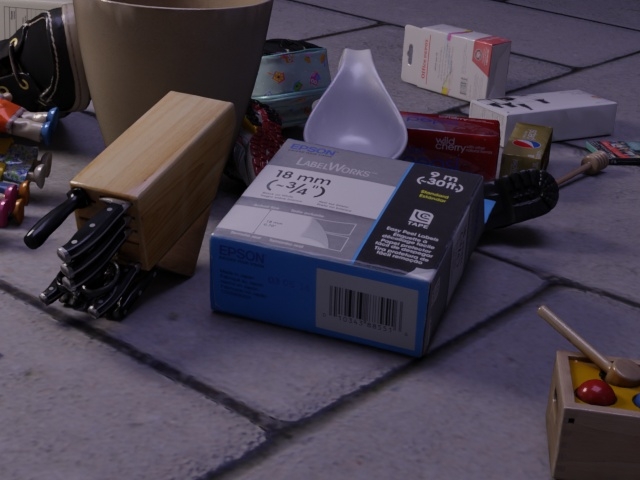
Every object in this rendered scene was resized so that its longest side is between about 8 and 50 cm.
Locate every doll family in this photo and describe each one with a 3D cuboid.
[{"bbox_3d":[-0.437,-0.079,1.490,0.163,0.118,0.263,12,40,1],"label":"doll family"}]

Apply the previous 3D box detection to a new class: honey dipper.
[{"bbox_3d":[0.377,-0.102,1.775,0.030,0.031,0.160,21,29,35],"label":"honey dipper"}]

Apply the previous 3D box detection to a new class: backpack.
[{"bbox_3d":[-0.074,-0.245,1.873,0.165,0.144,0.188,-12,4,-39],"label":"backpack"}]

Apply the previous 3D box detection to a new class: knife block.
[{"bbox_3d":[-0.204,-0.051,1.273,0.088,0.276,0.242,14,-6,21],"label":"knife block"}]

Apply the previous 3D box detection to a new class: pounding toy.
[{"bbox_3d":[0.254,0.138,1.065,0.130,0.100,0.141,7,22,5],"label":"pounding toy"}]

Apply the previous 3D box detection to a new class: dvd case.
[{"bbox_3d":[0.495,-0.140,1.914,0.119,0.013,0.087,-2,23,-12],"label":"dvd case"}]

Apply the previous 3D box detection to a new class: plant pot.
[{"bbox_3d":[-0.197,-0.195,1.567,0.256,0.274,0.256,5,22,-2],"label":"plant pot"}]

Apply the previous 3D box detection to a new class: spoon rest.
[{"bbox_3d":[0.047,-0.181,1.624,0.137,0.084,0.276,1,39,0],"label":"spoon rest"}]

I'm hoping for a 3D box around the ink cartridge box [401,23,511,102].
[{"bbox_3d":[0.244,-0.327,2.188,0.198,0.115,0.067,23,29,37],"label":"ink cartridge box"}]

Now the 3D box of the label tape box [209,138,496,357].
[{"bbox_3d":[0.050,-0.027,1.346,0.240,0.106,0.334,12,35,16],"label":"label tape box"}]

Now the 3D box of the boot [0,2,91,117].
[{"bbox_3d":[-0.483,-0.234,1.687,0.284,0.138,0.377,-8,1,-21],"label":"boot"}]

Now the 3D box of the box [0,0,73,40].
[{"bbox_3d":[-0.433,-0.348,2.066,0.232,0.149,0.127,5,22,1],"label":"box"}]

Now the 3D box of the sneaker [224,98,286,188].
[{"bbox_3d":[-0.084,-0.103,1.636,0.088,0.093,0.225,20,29,-27],"label":"sneaker"}]

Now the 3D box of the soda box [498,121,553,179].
[{"bbox_3d":[0.303,-0.121,1.764,0.058,0.061,0.181,9,22,13],"label":"soda box"}]

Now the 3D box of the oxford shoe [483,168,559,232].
[{"bbox_3d":[0.185,-0.037,1.542,0.227,0.083,0.096,-5,-6,-6],"label":"oxford shoe"}]

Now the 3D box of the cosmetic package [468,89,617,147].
[{"bbox_3d":[0.370,-0.206,1.988,0.239,0.060,0.099,-9,27,-30],"label":"cosmetic package"}]

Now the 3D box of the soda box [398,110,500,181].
[{"bbox_3d":[0.122,-0.133,1.717,0.263,0.092,0.083,6,23,5],"label":"soda box"}]
